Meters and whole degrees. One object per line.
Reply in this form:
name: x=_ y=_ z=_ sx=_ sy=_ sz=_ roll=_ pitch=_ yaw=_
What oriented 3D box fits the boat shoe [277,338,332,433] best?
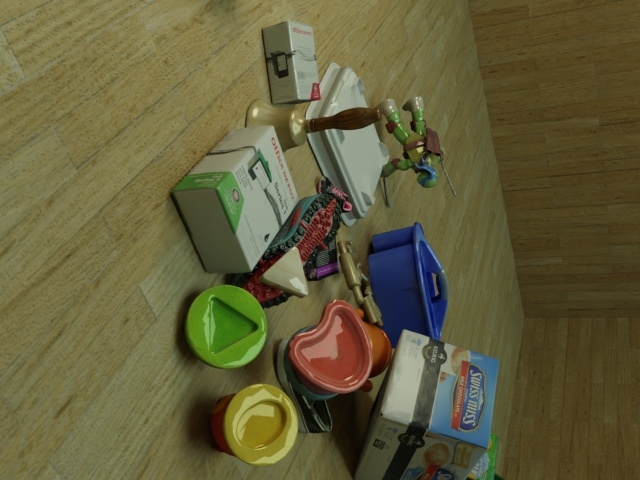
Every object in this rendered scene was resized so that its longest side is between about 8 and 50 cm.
boat shoe: x=-0.025 y=0.286 z=1.317 sx=0.078 sy=0.070 sz=0.219 roll=-54 pitch=134 yaw=-53

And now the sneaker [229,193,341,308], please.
sneaker: x=-0.073 y=0.022 z=1.211 sx=0.262 sy=0.125 sz=0.104 roll=-46 pitch=117 yaw=-24

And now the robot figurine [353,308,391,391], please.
robot figurine: x=0.082 y=0.238 z=1.482 sx=0.128 sy=0.158 sz=0.219 roll=-50 pitch=150 yaw=5

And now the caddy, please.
caddy: x=0.239 y=0.122 z=1.718 sx=0.241 sy=0.179 sz=0.342 roll=-73 pitch=151 yaw=-61

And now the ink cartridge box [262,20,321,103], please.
ink cartridge box: x=-0.056 y=-0.353 z=1.340 sx=0.109 sy=0.063 sz=0.151 roll=-23 pitch=107 yaw=-63

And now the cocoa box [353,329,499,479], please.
cocoa box: x=0.235 y=0.413 z=1.516 sx=0.347 sy=0.227 sz=0.232 roll=101 pitch=8 yaw=-48

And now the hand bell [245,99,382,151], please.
hand bell: x=-0.002 y=-0.213 z=1.229 sx=0.126 sy=0.241 sz=0.126 roll=-4 pitch=90 yaw=-65

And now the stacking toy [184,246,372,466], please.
stacking toy: x=-0.088 y=0.188 z=1.113 sx=0.308 sy=0.130 sz=0.280 roll=-30 pitch=88 yaw=-33

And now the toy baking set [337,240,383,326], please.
toy baking set: x=0.084 y=0.089 z=1.532 sx=0.197 sy=0.030 sz=0.256 roll=54 pitch=15 yaw=-59

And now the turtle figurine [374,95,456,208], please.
turtle figurine: x=0.239 y=-0.242 z=1.842 sx=0.274 sy=0.197 sz=0.267 roll=34 pitch=40 yaw=-71

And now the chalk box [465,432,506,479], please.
chalk box: x=0.363 y=0.607 z=1.781 sx=0.179 sy=0.288 sz=0.180 roll=-61 pitch=169 yaw=-53

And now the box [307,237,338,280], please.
box: x=0.000 y=0.000 z=1.455 sx=0.116 sy=0.029 sz=0.162 roll=-13 pitch=100 yaw=-65

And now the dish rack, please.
dish rack: x=0.079 y=-0.232 z=1.604 sx=0.333 sy=0.072 sz=0.286 roll=64 pitch=35 yaw=-38

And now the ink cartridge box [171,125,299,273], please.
ink cartridge box: x=-0.132 y=-0.073 z=1.112 sx=0.219 sy=0.092 sz=0.160 roll=-60 pitch=139 yaw=-48

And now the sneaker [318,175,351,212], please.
sneaker: x=0.035 y=-0.103 z=1.509 sx=0.119 sy=0.057 sz=0.047 roll=57 pitch=40 yaw=-44
